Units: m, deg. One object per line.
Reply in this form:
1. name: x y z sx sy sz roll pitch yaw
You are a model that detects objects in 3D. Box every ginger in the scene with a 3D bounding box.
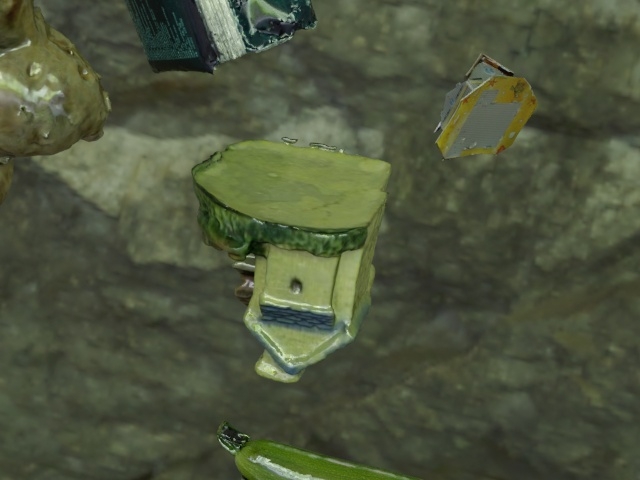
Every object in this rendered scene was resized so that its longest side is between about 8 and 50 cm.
1. ginger: -0.369 -0.203 1.275 0.256 0.375 0.176 -19 36 -13

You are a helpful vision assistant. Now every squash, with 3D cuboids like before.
1. squash: 0.022 0.292 1.438 0.318 0.080 0.071 15 23 15

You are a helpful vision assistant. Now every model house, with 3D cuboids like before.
1. model house: -0.047 0.029 1.661 0.261 0.266 0.321 9 24 9
2. model house: 0.300 -0.281 2.338 0.207 0.136 0.219 -7 -40 -30

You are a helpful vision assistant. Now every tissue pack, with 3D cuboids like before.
1. tissue pack: -0.210 -0.500 1.995 0.253 0.417 0.264 -28 18 -28

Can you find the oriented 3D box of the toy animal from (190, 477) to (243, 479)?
1. toy animal: -0.122 0.552 2.313 0.256 0.213 0.195 -7 -21 -14
